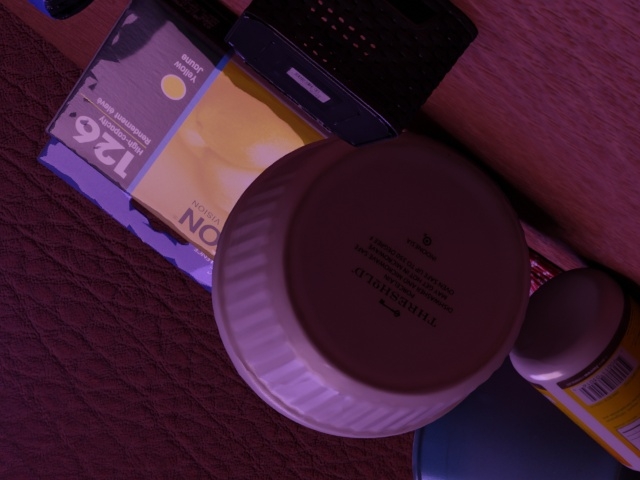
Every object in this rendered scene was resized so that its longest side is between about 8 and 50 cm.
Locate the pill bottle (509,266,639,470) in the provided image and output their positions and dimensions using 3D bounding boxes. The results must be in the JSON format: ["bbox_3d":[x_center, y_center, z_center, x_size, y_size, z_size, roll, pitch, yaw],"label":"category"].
[{"bbox_3d":[0.273,0.126,1.290,0.215,0.117,0.117,41,175,-28],"label":"pill bottle"}]

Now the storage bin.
[{"bbox_3d":[0.014,-0.132,0.954,0.122,0.084,0.180,39,176,-7],"label":"storage bin"}]

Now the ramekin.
[{"bbox_3d":[0.053,0.030,1.228,0.273,0.273,0.127,39,161,-7],"label":"ramekin"}]

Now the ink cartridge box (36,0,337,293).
[{"bbox_3d":[-0.125,-0.075,1.494,0.304,0.307,0.072,38,-144,-4],"label":"ink cartridge box"}]

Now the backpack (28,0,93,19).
[{"bbox_3d":[-0.229,-0.264,1.301,0.101,0.120,0.098,37,176,12],"label":"backpack"}]

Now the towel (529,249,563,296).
[{"bbox_3d":[0.172,0.013,1.515,0.275,0.031,0.199,36,176,25],"label":"towel"}]

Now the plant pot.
[{"bbox_3d":[0.288,0.247,1.617,0.255,0.271,0.272,10,155,49],"label":"plant pot"}]
